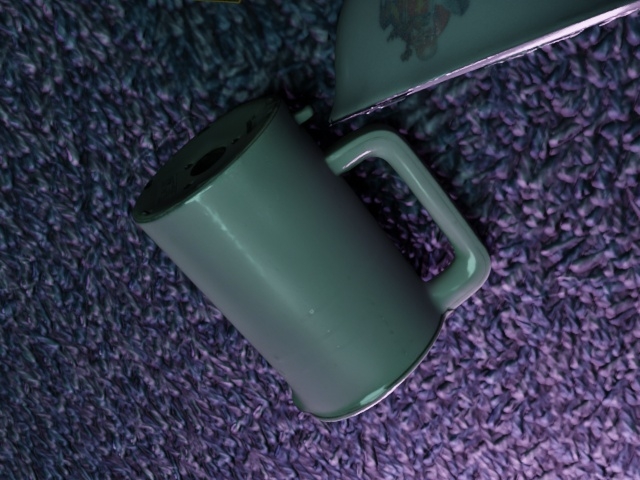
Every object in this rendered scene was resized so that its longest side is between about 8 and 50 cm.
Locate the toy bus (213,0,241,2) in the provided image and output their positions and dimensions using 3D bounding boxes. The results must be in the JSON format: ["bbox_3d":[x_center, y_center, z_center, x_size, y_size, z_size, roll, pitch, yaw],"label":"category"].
[{"bbox_3d":[-0.112,-0.322,1.618,0.069,0.074,0.162,8,130,27],"label":"toy bus"}]

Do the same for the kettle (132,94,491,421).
[{"bbox_3d":[-0.009,0.002,1.766,0.318,0.265,0.205,50,159,-17],"label":"kettle"}]

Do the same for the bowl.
[{"bbox_3d":[0.140,-0.234,1.453,0.345,0.345,0.157,-19,94,33],"label":"bowl"}]
